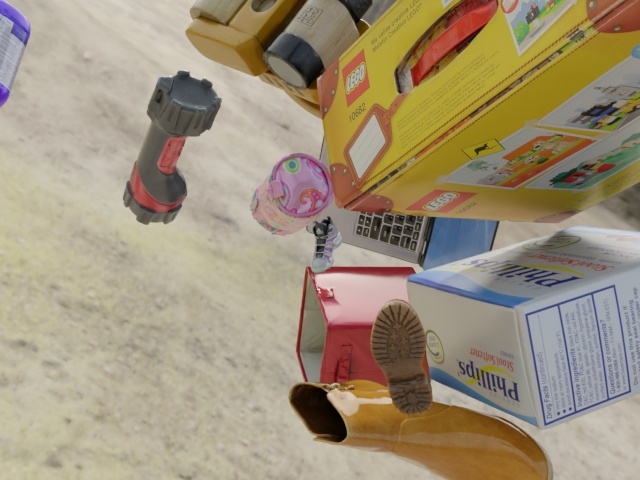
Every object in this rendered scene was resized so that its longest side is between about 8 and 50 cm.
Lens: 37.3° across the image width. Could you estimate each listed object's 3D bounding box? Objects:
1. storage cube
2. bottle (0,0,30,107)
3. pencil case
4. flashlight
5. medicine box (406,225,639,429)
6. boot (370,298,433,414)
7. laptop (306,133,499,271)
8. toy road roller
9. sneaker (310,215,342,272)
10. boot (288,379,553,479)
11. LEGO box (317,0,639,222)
[{"bbox_3d":[0.075,0.162,1.581,0.193,0.183,0.215,1,29,-12],"label":"storage cube"},{"bbox_3d":[-0.597,-0.284,1.654,0.092,0.282,0.118,-3,-24,32],"label":"bottle"},{"bbox_3d":[-0.058,-0.079,1.743,0.124,0.124,0.284,27,-10,-8],"label":"pencil case"},{"bbox_3d":[-0.228,-0.136,1.467,0.103,0.304,0.103,-30,78,-36],"label":"flashlight"},{"bbox_3d":[0.299,0.092,1.171,0.289,0.149,0.263,-15,10,-21],"label":"medicine box"},{"bbox_3d":[0.090,0.111,1.051,0.059,0.157,0.084,-6,39,8],"label":"boot"},{"bbox_3d":[0.158,-0.110,1.815,0.408,0.381,0.236,16,20,14],"label":"laptop"},{"bbox_3d":[-0.048,-0.346,1.670,0.330,0.202,0.240,28,-15,34],"label":"toy road roller"},{"bbox_3d":[0.000,0.000,1.511,0.038,0.069,0.098,-5,37,23],"label":"sneaker"},{"bbox_3d":[0.111,0.245,1.157,0.211,0.104,0.295,11,4,-43],"label":"boot"},{"bbox_3d":[0.283,-0.198,1.078,0.373,0.500,0.193,3,69,-31],"label":"LEGO box"}]
